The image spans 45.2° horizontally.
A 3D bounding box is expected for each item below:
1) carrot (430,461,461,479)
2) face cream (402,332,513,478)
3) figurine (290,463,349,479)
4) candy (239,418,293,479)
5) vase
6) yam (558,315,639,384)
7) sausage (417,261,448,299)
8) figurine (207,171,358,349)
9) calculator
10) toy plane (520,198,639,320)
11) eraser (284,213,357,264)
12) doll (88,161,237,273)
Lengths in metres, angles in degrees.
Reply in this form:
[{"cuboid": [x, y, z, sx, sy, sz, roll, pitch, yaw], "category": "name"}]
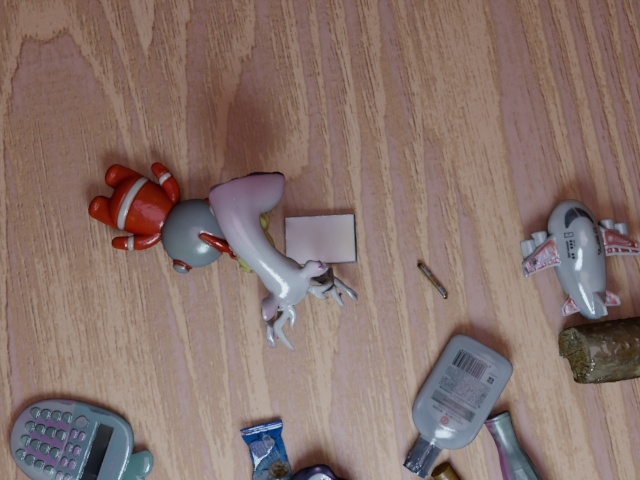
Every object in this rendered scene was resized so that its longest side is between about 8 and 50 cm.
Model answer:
[{"cuboid": [0.280, 0.510, 1.534, 0.048, 0.048, 0.139, -38, 86, -4], "category": "carrot"}, {"cuboid": [0.262, 0.338, 1.540, 0.143, 0.071, 0.291, 28, 83, 15], "category": "face cream"}, {"cuboid": [0.031, 0.535, 1.502, 0.145, 0.145, 0.222, -35, 89, -4], "category": "figurine"}, {"cuboid": [-0.108, 0.437, 1.550, 0.088, 0.038, 0.136, -11, 90, -15], "category": "candy"}, {"cuboid": [0.390, 0.449, 1.528, 0.086, 0.086, 0.214, -20, 79, -3], "category": "vase"}, {"cuboid": [0.607, 0.213, 1.528, 0.238, 0.128, 0.129, -6, 95, -2], "category": "yam"}, {"cuboid": [0.234, 0.084, 1.602, 0.015, 0.015, 0.100, -39, 84, -4], "category": "sausage"}, {"cuboid": [-0.067, 0.042, 1.476, 0.206, 0.284, 0.316, -23, 78, 1], "category": "figurine"}, {"cuboid": [-0.480, 0.422, 1.547, 0.298, 0.041, 0.186, 16, 84, 4], "category": "calculator"}, {"cuboid": [0.528, 0.038, 1.559, 0.252, 0.118, 0.252, 0, 80, -1], "category": "toy plane"}, {"cuboid": [0.000, 0.000, 1.608, 0.150, 0.023, 0.104, -3, 84, 0], "category": "eraser"}, {"cuboid": [-0.306, -0.041, 1.580, 0.336, 0.105, 0.200, 23, 81, 10], "category": "doll"}]
